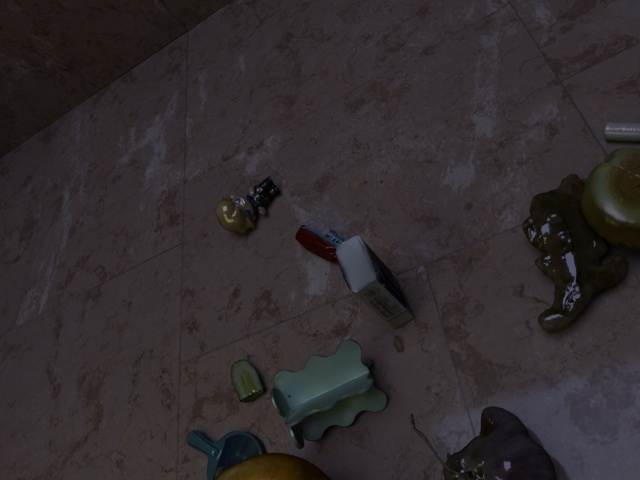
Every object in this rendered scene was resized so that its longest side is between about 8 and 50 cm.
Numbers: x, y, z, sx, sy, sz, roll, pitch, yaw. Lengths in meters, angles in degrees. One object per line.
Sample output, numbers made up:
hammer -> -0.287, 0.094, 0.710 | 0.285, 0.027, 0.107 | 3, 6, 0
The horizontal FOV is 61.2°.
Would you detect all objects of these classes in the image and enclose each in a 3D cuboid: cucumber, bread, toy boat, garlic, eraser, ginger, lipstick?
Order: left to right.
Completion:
cucumber -> -0.178, 0.337, 1.306 | 0.067, 0.035, 0.107 | -27, 47, -6
toy boat -> 0.000, 0.000, 1.376 | 0.173, 0.069, 0.059 | 25, 58, 40
eraser -> 0.118, 0.091, 1.138 | 0.068, 0.210, 0.124 | -33, 49, 12
garlic -> 0.244, 0.378, 0.895 | 0.257, 0.207, 0.207 | 19, 70, 2
ginger -> 0.480, 0.006, 1.034 | 0.166, 0.080, 0.332 | -11, 53, 23
bread -> 0.579, -0.071, 0.981 | 0.214, 0.104, 0.213 | -4, 52, 4
lipstick -> 0.646, -0.217, 1.088 | 0.131, 0.038, 0.038 | 11, 69, 39

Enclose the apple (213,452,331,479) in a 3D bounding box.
apple -> -0.083, 0.539, 0.967 | 0.299, 0.275, 0.298 | -10, 53, 14

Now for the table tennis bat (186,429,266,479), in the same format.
table tennis bat -> -0.222, 0.495, 1.237 | 0.237, 0.038, 0.149 | 15, 72, 37

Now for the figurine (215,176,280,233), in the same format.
figurine -> -0.208, -0.101, 1.566 | 0.196, 0.114, 0.108 | -33, 24, -1

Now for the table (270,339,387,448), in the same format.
table -> 0.021, 0.309, 1.115 | 0.199, 0.166, 0.166 | -27, 50, 7
